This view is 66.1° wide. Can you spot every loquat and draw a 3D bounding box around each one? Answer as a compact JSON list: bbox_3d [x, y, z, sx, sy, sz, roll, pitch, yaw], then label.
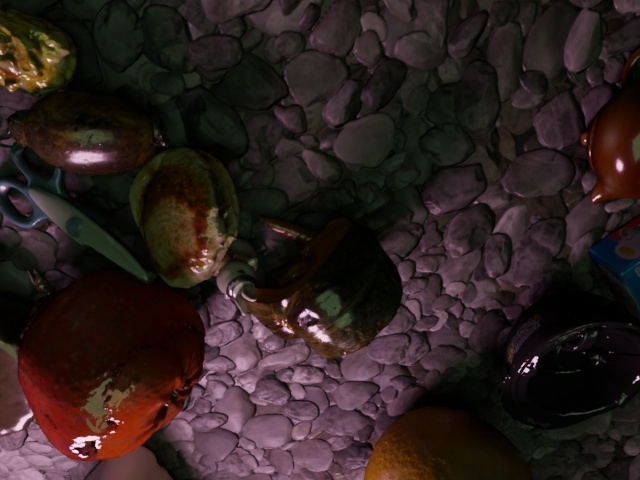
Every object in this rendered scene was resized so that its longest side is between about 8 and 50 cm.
[{"bbox_3d":[0.241,0.475,0.881,0.328,0.359,0.329,2,79,-9],"label":"loquat"}]

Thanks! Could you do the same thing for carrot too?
[{"bbox_3d":[0.000,0.000,0.815,0.216,0.048,0.048,18,111,-9],"label":"carrot"}]

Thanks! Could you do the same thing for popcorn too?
[{"bbox_3d":[-0.380,-0.237,0.632,0.120,0.116,0.106,4,125,-46],"label":"popcorn"}]

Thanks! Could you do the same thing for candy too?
[{"bbox_3d":[0.650,0.001,0.850,0.305,0.100,0.157,-36,113,12],"label":"candy"}]

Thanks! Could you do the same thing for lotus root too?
[{"bbox_3d":[-0.316,-0.144,0.673,0.209,0.120,0.120,0,114,-10],"label":"lotus root"}]

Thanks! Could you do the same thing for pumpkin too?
[{"bbox_3d":[-0.002,0.069,0.788,0.139,0.280,0.190,46,69,-21],"label":"pumpkin"}]

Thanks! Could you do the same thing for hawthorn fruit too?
[{"bbox_3d":[-0.328,0.155,0.745,0.307,0.276,0.276,44,105,5],"label":"hawthorn fruit"}]

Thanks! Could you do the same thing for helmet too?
[{"bbox_3d":[0.437,0.199,0.885,0.230,0.161,0.279,20,125,-14],"label":"helmet"}]

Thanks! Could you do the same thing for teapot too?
[{"bbox_3d":[0.470,-0.176,0.746,0.178,0.135,0.252,6,97,-45],"label":"teapot"}]

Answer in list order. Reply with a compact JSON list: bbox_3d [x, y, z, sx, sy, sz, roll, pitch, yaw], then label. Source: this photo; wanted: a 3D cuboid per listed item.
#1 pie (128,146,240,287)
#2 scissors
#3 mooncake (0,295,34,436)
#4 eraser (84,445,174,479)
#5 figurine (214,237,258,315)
[{"bbox_3d":[-0.203,-0.038,0.713,0.178,0.205,0.084,-37,156,23],"label":"pie"},{"bbox_3d":[-0.353,-0.028,0.716,0.289,0.041,0.138,36,104,7],"label":"scissors"},{"bbox_3d":[-0.544,0.202,0.809,0.228,0.124,0.229,-1,110,-2],"label":"mooncake"},{"bbox_3d":[-0.390,0.562,0.973,0.330,0.150,0.332,-2,117,-3],"label":"eraser"},{"bbox_3d":[-0.146,0.054,0.766,0.098,0.146,0.081,13,113,-10],"label":"figurine"}]
